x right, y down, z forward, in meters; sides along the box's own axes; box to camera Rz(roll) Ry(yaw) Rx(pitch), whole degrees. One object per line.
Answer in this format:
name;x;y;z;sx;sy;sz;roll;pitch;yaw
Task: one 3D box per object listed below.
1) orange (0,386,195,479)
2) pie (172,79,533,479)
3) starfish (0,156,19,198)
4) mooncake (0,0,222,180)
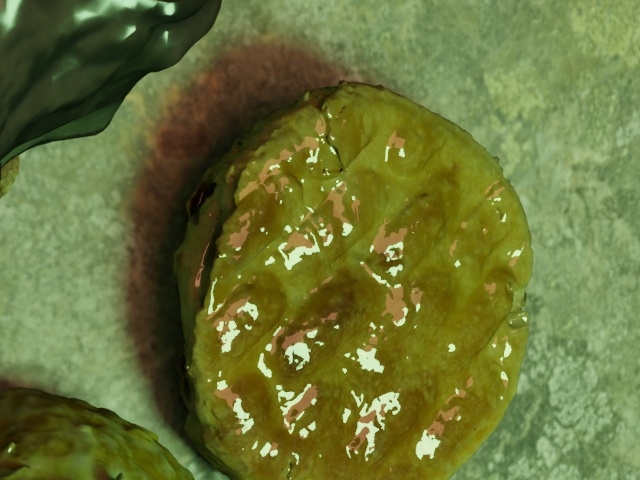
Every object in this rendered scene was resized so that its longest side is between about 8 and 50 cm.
orange;-0.186;0.282;1.286;0.271;0.210;0.368;39;69;-28
pie;0.026;0.050;1.477;0.339;0.083;0.339;-9;104;-37
starfish;-0.333;-0.055;1.250;0.302;0.060;0.299;-24;93;-39
mooncake;-0.251;-0.167;1.183;0.350;0.212;0.381;45;53;-14
